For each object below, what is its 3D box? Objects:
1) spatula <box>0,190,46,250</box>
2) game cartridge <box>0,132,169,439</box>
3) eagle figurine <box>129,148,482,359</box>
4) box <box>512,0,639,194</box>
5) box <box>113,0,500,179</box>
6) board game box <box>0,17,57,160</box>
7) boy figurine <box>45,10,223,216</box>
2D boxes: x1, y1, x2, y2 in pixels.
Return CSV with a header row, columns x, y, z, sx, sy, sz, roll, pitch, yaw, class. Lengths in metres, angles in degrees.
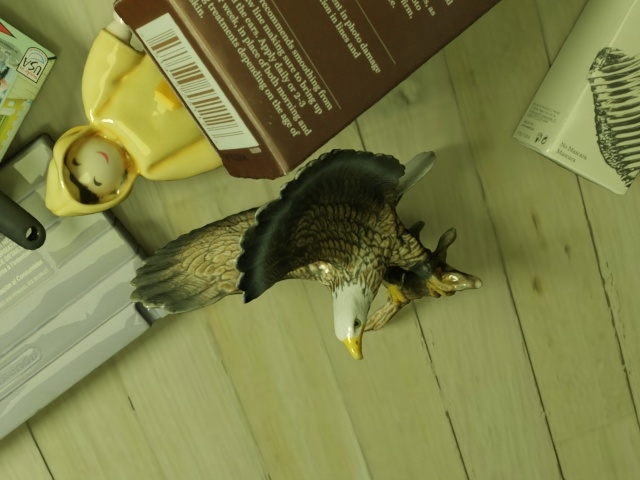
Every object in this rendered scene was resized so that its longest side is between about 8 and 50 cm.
x,y,z,sx,sy,sz,roll,pitch,yaw,class
-0.348,-0.079,0.841,0.296,0.030,0.084,43,67,-33,spatula
-0.349,0.079,0.998,0.355,0.068,0.230,-36,105,0,game cartridge
0.003,0.007,0.944,0.298,0.225,0.226,18,111,-30,eagle figurine
0.324,-0.195,1.032,0.113,0.094,0.275,24,101,-17,box
0.030,-0.242,0.876,0.381,0.143,0.191,-40,109,-18,box
-0.409,-0.152,0.836,0.317,0.046,0.214,33,75,-35,board game box
-0.151,-0.133,0.930,0.285,0.092,0.177,-41,110,-15,boy figurine
